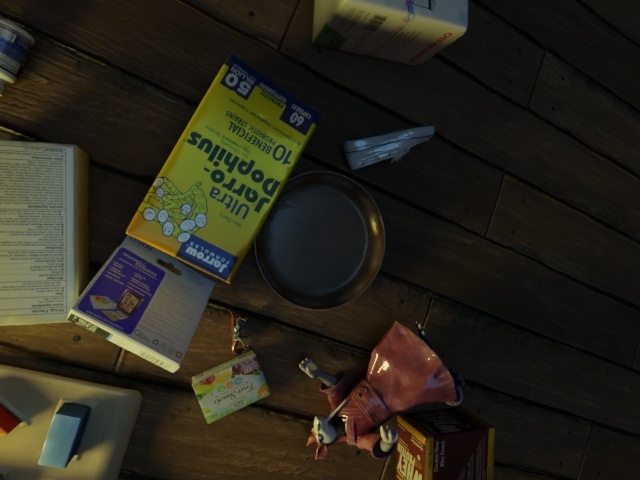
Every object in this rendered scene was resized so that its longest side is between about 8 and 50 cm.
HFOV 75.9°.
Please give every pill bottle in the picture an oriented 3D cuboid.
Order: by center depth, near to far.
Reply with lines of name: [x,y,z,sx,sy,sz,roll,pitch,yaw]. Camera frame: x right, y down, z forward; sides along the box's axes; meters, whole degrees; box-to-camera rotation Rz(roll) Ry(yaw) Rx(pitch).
pill bottle: [-0.565,-0.321,0.725,0.067,0.067,0.120,23,84,-18]

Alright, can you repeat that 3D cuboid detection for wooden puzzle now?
wooden puzzle: [-0.547,0.405,0.740,0.348,0.080,0.321,18,85,-18]

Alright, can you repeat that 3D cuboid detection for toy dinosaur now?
toy dinosaur: [-0.180,0.204,0.892,0.090,0.047,0.082,30,91,16]

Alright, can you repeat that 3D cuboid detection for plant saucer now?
plant saucer: [0.000,0.000,0.929,0.311,0.050,0.310,-1,93,-20]

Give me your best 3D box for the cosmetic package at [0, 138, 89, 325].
cosmetic package: [-0.506,-0.013,0.728,0.160,0.113,0.309,1,92,-19]

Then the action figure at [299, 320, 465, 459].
action figure: [0.120,0.356,0.946,0.370,0.248,0.275,-38,145,-2]

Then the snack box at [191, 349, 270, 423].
snack box: [-0.190,0.311,0.876,0.141,0.037,0.100,-21,105,-17]

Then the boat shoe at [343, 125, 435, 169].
boat shoe: [0.164,-0.219,0.975,0.227,0.083,0.075,-13,107,-7]

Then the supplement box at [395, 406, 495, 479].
supplement box: [0.299,0.532,1.001,0.194,0.129,0.191,1,91,-19]

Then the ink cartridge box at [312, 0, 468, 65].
ink cartridge box: [0.145,-0.492,0.888,0.279,0.201,0.116,3,91,-19]

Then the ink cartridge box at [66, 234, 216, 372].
ink cartridge box: [-0.323,0.111,0.780,0.206,0.045,0.208,36,37,-20]

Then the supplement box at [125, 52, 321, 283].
supplement box: [-0.184,-0.125,0.790,0.194,0.195,0.356,29,83,-17]
